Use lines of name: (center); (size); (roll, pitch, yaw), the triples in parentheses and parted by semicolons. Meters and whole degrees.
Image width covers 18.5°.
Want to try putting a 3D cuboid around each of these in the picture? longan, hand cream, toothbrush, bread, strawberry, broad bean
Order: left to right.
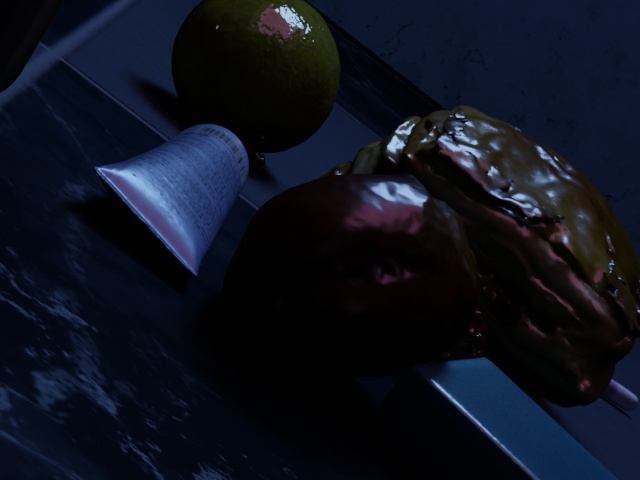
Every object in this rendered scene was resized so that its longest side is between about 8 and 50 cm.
hand cream: (-0.092, -0.036, 1.304); (0.091, 0.058, 0.271); (49, 12, -5)
longan: (-0.056, -0.137, 1.705); (0.154, 0.176, 0.145); (9, -19, -29)
broad bean: (0.019, 0.025, 1.207); (0.228, 0.156, 0.122); (63, 14, -81)
strawberry: (0.081, 0.067, 1.432); (0.073, 0.073, 0.083); (36, -4, -12)
bread: (0.141, -0.006, 1.596); (0.277, 0.167, 0.324); (39, 1, 3)
toothbrush: (0.202, 0.089, 1.915); (0.286, 0.020, 0.025); (35, 19, -18)

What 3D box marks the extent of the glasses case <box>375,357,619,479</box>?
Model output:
glasses case: (0.163, 0.190, 1.163); (0.301, 0.070, 0.117); (44, 18, 22)

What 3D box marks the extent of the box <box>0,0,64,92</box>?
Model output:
box: (-0.275, -0.210, 1.239); (0.178, 0.138, 0.274); (26, 12, -31)

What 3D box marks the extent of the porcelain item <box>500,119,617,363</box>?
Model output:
porcelain item: (0.214, 0.003, 2.026); (0.288, 0.138, 0.186); (47, -3, 46)
